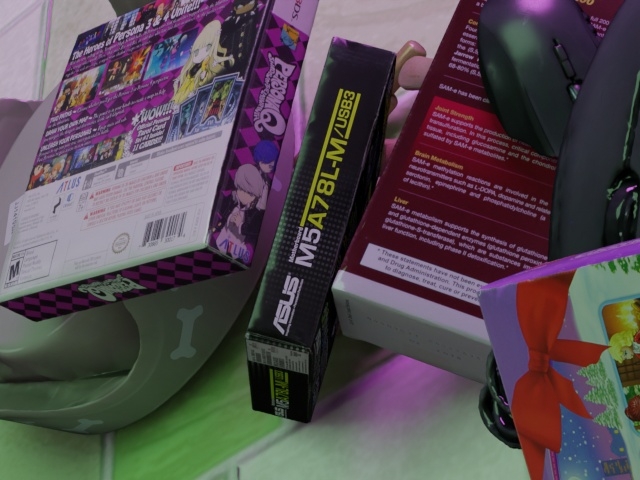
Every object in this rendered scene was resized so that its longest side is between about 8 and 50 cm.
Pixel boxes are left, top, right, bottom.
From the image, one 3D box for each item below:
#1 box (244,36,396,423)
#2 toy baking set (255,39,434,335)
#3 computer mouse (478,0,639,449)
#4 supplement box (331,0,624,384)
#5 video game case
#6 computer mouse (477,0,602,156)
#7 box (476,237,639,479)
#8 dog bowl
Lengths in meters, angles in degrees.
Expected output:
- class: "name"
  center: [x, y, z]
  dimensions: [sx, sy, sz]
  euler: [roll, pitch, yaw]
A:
- class: "box"
  center: [0.000, 0.000, 1.166]
  dimensions: [0.190, 0.045, 0.184]
  euler: [92, -168, -73]
- class: "toy baking set"
  center: [0.052, -0.041, 1.288]
  dimensions: [0.256, 0.030, 0.196]
  euler: [-50, 37, 14]
- class: "computer mouse"
  center: [0.162, -0.038, 0.874]
  dimensions: [0.188, 0.072, 0.272]
  euler: [-3, 60, 49]
- class: "supplement box"
  center: [0.111, -0.041, 1.112]
  dimensions: [0.130, 0.073, 0.239]
  euler: [20, 70, 14]
- class: "video game case"
  center: [-0.105, -0.063, 1.254]
  dimensions: [0.232, 0.042, 0.210]
  euler: [-15, 54, 47]
- class: "computer mouse"
  center: [0.152, -0.043, 1.046]
  dimensions: [0.071, 0.041, 0.242]
  euler: [-25, 68, -8]
- class: "box"
  center: [0.188, 0.133, 0.741]
  dimensions: [0.201, 0.057, 0.293]
  euler: [-15, 92, 43]
- class: "dog bowl"
  center: [-0.154, -0.018, 1.420]
  dimensions: [0.349, 0.102, 0.348]
  euler: [-34, 41, 35]
